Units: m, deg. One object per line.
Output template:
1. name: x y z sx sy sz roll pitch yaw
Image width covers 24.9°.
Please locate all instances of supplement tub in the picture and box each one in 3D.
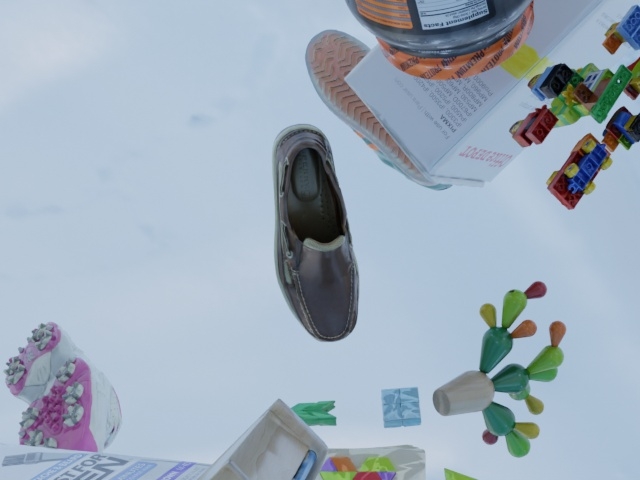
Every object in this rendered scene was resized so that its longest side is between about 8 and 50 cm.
1. supplement tub: 0.100 -0.326 1.361 0.207 0.207 0.338 4 142 20

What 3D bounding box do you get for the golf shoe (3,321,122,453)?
1. golf shoe: -0.272 0.197 1.658 0.140 0.115 0.306 43 -176 -26

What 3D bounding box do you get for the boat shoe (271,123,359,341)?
1. boat shoe: -0.008 0.002 1.633 0.095 0.257 0.095 -15 -165 -6

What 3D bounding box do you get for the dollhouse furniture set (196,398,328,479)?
1. dollhouse furniture set: -0.009 0.290 0.811 0.303 0.286 0.198 45 -173 3

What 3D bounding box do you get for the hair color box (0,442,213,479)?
1. hair color box: -0.268 0.252 1.229 0.339 0.110 0.185 0 -167 22

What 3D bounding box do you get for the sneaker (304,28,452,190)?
1. sneaker: 0.089 -0.183 2.161 0.302 0.108 0.121 50 179 17

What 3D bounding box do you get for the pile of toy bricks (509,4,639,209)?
1. pile of toy bricks: 0.252 -0.134 1.410 0.118 0.212 0.105 43 160 -16

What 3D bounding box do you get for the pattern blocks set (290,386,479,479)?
1. pattern blocks set: 0.045 0.311 1.640 0.285 0.325 0.026 -13 142 -5

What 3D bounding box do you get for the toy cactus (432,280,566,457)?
1. toy cactus: 0.208 0.163 1.745 0.112 0.180 0.219 33 128 46

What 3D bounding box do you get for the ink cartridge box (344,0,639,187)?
1. ink cartridge box: 0.246 -0.252 1.694 0.160 0.385 0.279 49 -165 14
